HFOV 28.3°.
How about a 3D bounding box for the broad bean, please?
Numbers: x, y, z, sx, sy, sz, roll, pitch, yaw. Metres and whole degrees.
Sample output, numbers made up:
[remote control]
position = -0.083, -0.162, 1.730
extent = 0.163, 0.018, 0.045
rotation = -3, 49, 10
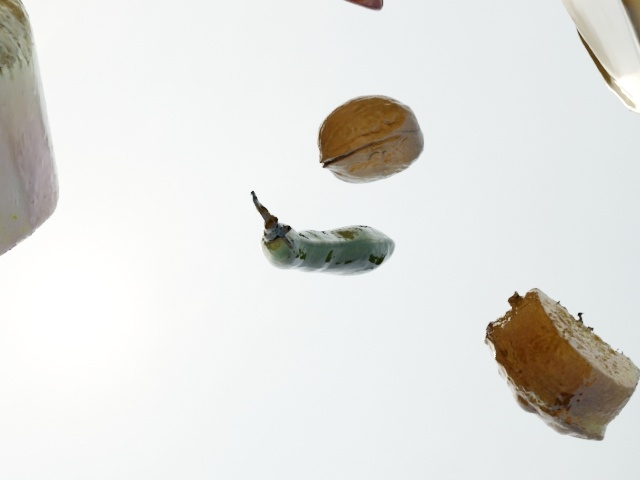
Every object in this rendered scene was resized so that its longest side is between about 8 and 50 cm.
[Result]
[broad bean]
position = 0.002, 0.008, 1.372
extent = 0.067, 0.325, 0.075
rotation = 47, -73, 20

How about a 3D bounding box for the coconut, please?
[coconut]
position = -0.411, -0.096, 1.253
extent = 0.297, 0.297, 0.309
rotation = -107, -163, -48

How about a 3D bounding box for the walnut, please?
[walnut]
position = 0.077, -0.165, 2.072
extent = 0.180, 0.144, 0.144
rotation = -22, -144, -8

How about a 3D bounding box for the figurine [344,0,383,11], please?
[figurine]
position = 0.009, -0.156, 0.618
extent = 0.083, 0.067, 0.071
rotation = 30, -73, 32

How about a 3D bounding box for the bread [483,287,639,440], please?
[bread]
position = 0.333, 0.179, 1.739
extent = 0.143, 0.229, 0.139
rotation = -51, -174, 19

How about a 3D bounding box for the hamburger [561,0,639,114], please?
[hamburger]
position = 0.337, -0.335, 1.164
extent = 0.277, 0.395, 0.395
rotation = -29, -141, 5
